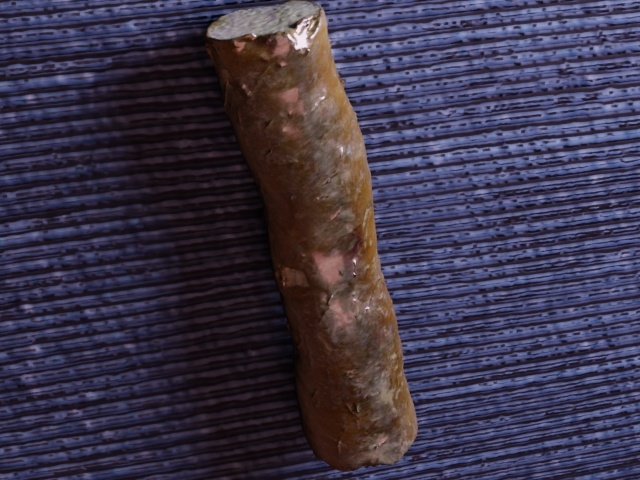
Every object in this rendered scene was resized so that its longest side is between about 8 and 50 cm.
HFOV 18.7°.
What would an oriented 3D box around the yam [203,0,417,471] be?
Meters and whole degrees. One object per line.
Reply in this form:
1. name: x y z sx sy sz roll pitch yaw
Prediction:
1. yam: 0.000 0.000 0.902 0.061 0.061 0.253 -19 125 -9
